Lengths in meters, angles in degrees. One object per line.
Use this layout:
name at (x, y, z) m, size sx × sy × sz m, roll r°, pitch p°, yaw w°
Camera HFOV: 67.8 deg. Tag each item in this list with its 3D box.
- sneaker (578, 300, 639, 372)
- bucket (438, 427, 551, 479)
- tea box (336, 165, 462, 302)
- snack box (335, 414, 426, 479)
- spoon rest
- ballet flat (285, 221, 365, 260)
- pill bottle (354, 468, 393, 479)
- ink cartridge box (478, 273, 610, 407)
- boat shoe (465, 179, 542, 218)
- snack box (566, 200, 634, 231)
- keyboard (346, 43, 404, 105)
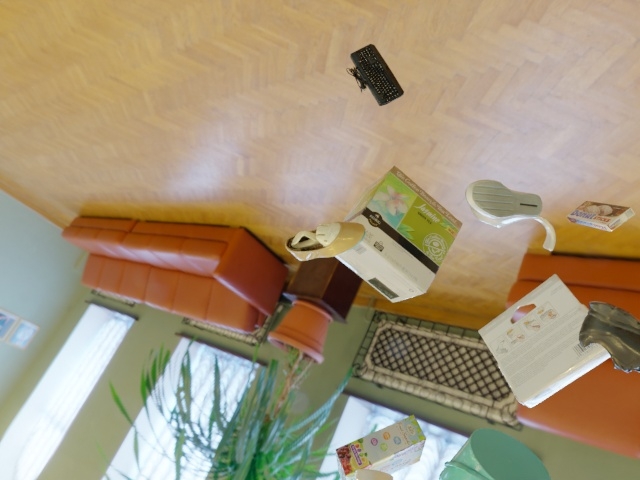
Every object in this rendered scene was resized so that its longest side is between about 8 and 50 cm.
sneaker at (0.723, 0.247, 1.054) m, size 0.286 × 0.130 × 0.109 m, roll 29°, pitch -172°, yaw 37°
bucket at (0.499, 0.692, 1.357) m, size 0.281 × 0.183 × 0.281 m, roll 17°, pitch -159°, yaw -7°
tea box at (0.256, -0.016, 1.669) m, size 0.329 × 0.323 × 0.220 m, roll 38°, pitch 154°, yaw -8°
snack box at (0.145, 0.523, 1.157) m, size 0.174 × 0.207 × 0.070 m, roll 85°, pitch 163°, yaw -49°
spoon rest at (0.578, -0.062, 1.429) m, size 0.276 × 0.084 × 0.137 m, roll 24°, pitch -172°, yaw -2°
ballet flat at (0.000, 0.000, 1.074) m, size 0.073 × 0.080 × 0.232 m, roll 32°, pitch 148°, yaw -29°
pill bottle at (0.080, 0.447, 0.763) m, size 0.078 × 0.137 × 0.078 m, roll 8°, pitch 146°, yaw 5°
ink cartridge box at (0.638, 0.283, 1.361) m, size 0.066 × 0.261 × 0.296 m, roll 32°, pitch 115°, yaw -32°
boat shoe at (0.401, -0.083, 1.083) m, size 0.226 × 0.083 × 0.076 m, roll 11°, pitch 175°, yaw -28°
snack box at (0.655, -0.059, 1.124) m, size 0.022 × 0.064 × 0.178 m, roll 50°, pitch -174°, yaw -7°
keyboard at (0.136, -0.439, 1.259) m, size 0.192 × 0.100 × 0.038 m, roll 64°, pitch -173°, yaw 22°
